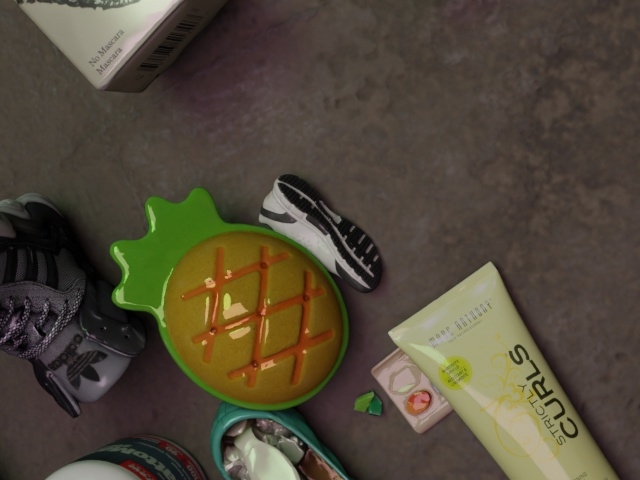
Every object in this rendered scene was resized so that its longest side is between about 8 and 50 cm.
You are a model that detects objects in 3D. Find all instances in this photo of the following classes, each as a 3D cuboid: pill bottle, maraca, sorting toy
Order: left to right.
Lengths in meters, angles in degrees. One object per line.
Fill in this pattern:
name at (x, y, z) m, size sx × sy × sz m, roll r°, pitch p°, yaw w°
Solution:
pill bottle at (-0.153, 0.207, 1.268) m, size 0.108 × 0.180 × 0.108 m, roll 1°, pitch 94°, yaw 13°
maraca at (-0.065, 0.043, 1.266) m, size 0.186 × 0.099 × 0.127 m, roll 38°, pitch 77°, yaw -4°
sorting toy at (0.066, 0.112, 1.298) m, size 0.083 × 0.012 × 0.062 m, roll -39°, pitch 85°, yaw 12°

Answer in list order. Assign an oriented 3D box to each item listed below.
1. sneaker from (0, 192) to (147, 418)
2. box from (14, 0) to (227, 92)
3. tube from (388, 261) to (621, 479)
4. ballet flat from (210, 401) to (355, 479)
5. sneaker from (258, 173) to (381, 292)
sneaker at (-0.208, 0.055, 1.231) m, size 0.101 × 0.268 × 0.153 m, roll -44°, pitch 88°, yaw 16°
box at (-0.197, -0.237, 1.237) m, size 0.275 × 0.094 × 0.113 m, roll 45°, pitch 103°, yaw 7°
tube at (0.152, 0.139, 1.258) m, size 0.240 × 0.070 × 0.062 m, roll 56°, pitch 138°, yaw 9°
ballet flat at (0.008, 0.211, 1.279) m, size 0.247 × 0.087 × 0.083 m, roll 44°, pitch 103°, yaw 7°
sneaker at (0.000, 0.000, 1.299) m, size 0.109 × 0.040 × 0.044 m, roll 46°, pitch 128°, yaw 4°
